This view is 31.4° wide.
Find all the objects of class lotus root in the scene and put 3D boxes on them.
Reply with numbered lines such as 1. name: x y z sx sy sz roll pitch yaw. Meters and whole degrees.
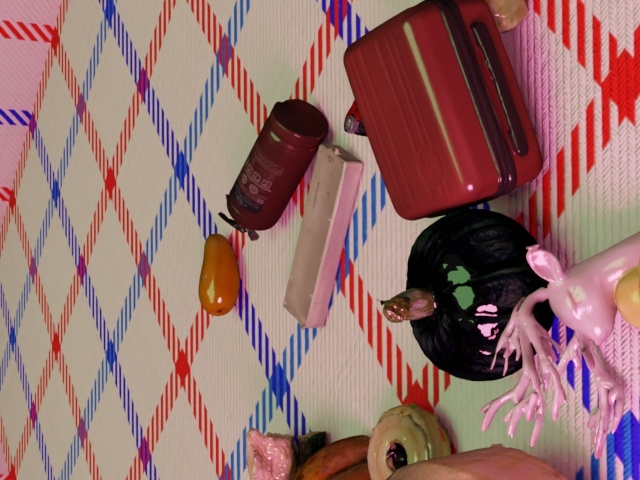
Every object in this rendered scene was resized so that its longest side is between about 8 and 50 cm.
1. lotus root: 0.026 0.435 1.937 0.188 0.180 0.199 -27 66 59

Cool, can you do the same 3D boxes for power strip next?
1. power strip: 0.000 0.000 2.110 0.106 0.043 0.367 41 124 52

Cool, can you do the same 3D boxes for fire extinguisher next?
1. fire extinguisher: -0.106 -0.125 2.213 0.135 0.114 0.337 52 134 24

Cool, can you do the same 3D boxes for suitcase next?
1. suitcase: 0.174 -0.189 1.647 0.236 0.161 0.297 -18 91 61

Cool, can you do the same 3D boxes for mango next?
1. mango: -0.215 0.071 2.432 0.102 0.085 0.184 146 129 -59

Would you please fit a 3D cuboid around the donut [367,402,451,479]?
1. donut: 0.146 0.348 1.831 0.175 0.068 0.174 -14 72 53

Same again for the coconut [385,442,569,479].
1. coconut: 0.202 0.437 1.487 0.353 0.353 0.352 -1 89 59

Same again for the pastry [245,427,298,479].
1. pastry: -0.088 0.406 2.116 0.258 0.089 0.121 84 177 -75

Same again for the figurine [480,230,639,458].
1. figurine: 0.345 0.116 1.397 0.316 0.207 0.284 -22 60 62

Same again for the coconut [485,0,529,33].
1. coconut: 0.259 -0.340 1.650 0.082 0.081 0.083 68 -173 31

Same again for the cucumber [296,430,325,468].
1. cucumber: -0.011 0.449 2.109 0.058 0.058 0.187 -19 73 58

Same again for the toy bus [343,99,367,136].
1. toy bus: 0.113 -0.234 1.892 0.195 0.081 0.089 -28 56 56

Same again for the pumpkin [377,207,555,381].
1. pumpkin: 0.192 0.078 1.598 0.248 0.248 0.247 -1 89 59
